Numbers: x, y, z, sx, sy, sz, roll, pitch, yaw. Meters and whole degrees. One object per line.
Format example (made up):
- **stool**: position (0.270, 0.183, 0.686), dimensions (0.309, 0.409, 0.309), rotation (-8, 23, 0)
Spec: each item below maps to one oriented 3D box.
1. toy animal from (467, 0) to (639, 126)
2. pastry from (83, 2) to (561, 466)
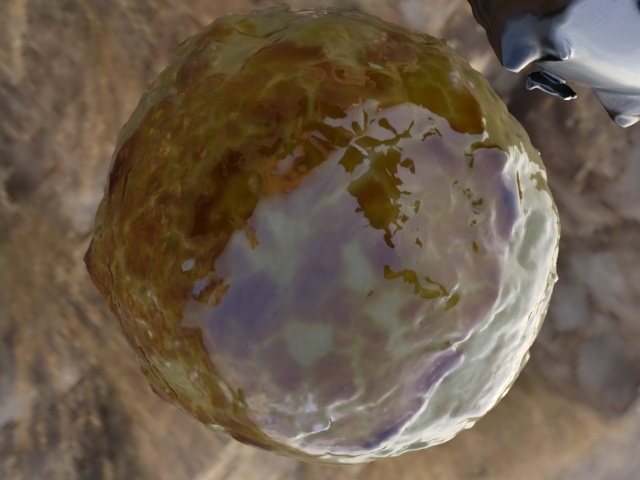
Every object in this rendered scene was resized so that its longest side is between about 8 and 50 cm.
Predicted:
- **toy animal**: position (0.214, -0.197, 1.086), dimensions (0.267, 0.212, 0.212), rotation (-31, 165, 38)
- **pastry**: position (0.000, 0.000, 1.519), dimensions (0.388, 0.388, 0.312), rotation (-58, -177, 16)
